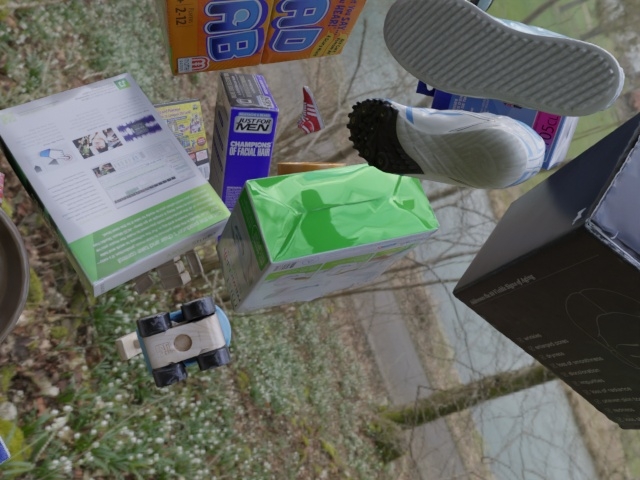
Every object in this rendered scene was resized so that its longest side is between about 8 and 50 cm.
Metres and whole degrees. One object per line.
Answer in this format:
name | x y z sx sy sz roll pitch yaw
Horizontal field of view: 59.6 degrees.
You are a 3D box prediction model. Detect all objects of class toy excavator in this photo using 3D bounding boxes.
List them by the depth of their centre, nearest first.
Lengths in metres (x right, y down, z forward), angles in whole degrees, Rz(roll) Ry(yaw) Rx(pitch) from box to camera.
toy excavator | -0.513 0.340 1.906 0.445 0.433 0.222 167 -95 -84

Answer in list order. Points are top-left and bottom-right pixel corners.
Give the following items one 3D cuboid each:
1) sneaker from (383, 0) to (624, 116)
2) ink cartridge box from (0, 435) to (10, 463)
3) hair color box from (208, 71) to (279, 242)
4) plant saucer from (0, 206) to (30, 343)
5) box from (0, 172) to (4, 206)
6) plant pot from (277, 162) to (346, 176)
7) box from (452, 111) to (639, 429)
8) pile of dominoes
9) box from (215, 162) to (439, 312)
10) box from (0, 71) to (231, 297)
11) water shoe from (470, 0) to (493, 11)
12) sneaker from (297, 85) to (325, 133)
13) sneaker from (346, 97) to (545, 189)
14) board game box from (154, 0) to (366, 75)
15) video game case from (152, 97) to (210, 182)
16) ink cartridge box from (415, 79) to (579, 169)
sneaker | 0.271 -0.273 0.858 0.366 0.135 0.150 32 23 23
ink cartridge box | -0.727 0.273 1.068 0.071 0.330 0.324 -31 102 -39
hair color box | -0.183 -0.181 1.261 0.110 0.339 0.185 -2 39 -18
plant saucer | -0.507 0.046 0.674 0.278 0.041 0.278 -9 106 -34
box | -0.696 -0.086 0.952 0.257 0.122 0.128 22 18 -36
plant pot | -0.026 -0.137 1.673 0.205 0.205 0.188 -17 109 -61
box | 0.586 0.090 1.031 0.472 0.480 0.297 37 70 1
pile of dominoes | -0.396 -0.004 1.344 0.040 0.196 0.251 -51 124 -70
box | 0.000 0.000 0.844 0.262 0.231 0.127 -12 72 -24
box | -0.320 -0.099 0.861 0.232 0.058 0.322 -29 73 -30
water shoe | 0.316 -0.454 0.897 0.080 0.203 0.073 19 19 -14
sneaker | -0.038 -0.327 1.418 0.042 0.067 0.118 -111 178 -66
sneaker | 0.131 -0.109 0.626 0.086 0.237 0.085 -12 117 -48
board game box | -0.127 -0.557 0.983 0.356 0.356 0.356 136 -60 -73
video game case | -0.395 -0.254 1.539 0.275 0.035 0.248 -43 129 -63
ink cartridge box | 0.439 -0.368 1.395 0.151 0.395 0.270 -19 127 -49
